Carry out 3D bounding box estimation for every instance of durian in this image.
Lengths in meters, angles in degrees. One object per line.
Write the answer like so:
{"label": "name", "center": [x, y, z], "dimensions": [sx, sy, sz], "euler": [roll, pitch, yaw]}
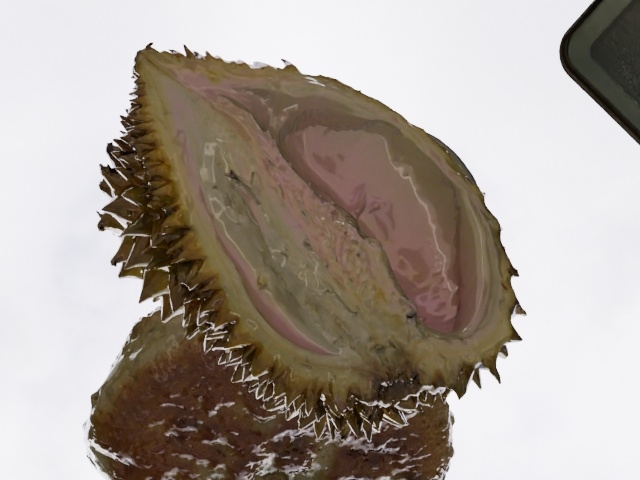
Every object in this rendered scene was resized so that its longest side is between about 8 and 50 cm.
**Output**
{"label": "durian", "center": [-0.008, 0.009, 0.600], "dimensions": [0.249, 0.138, 0.183], "euler": [41, -145, 9]}

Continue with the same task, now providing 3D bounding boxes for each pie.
{"label": "pie", "center": [-0.035, 0.171, 0.876], "dimensions": [0.315, 0.315, 0.092], "euler": [-11, -147, 0]}

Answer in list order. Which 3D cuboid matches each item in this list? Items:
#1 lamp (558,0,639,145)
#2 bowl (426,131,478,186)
{"label": "lamp", "center": [0.339, -0.137, 0.756], "dimensions": [0.266, 0.269, 0.047], "euler": [49, -139, 11]}
{"label": "bowl", "center": [0.046, 0.011, 1.052], "dimensions": [0.237, 0.126, 0.238], "euler": [-3, -110, 8]}
